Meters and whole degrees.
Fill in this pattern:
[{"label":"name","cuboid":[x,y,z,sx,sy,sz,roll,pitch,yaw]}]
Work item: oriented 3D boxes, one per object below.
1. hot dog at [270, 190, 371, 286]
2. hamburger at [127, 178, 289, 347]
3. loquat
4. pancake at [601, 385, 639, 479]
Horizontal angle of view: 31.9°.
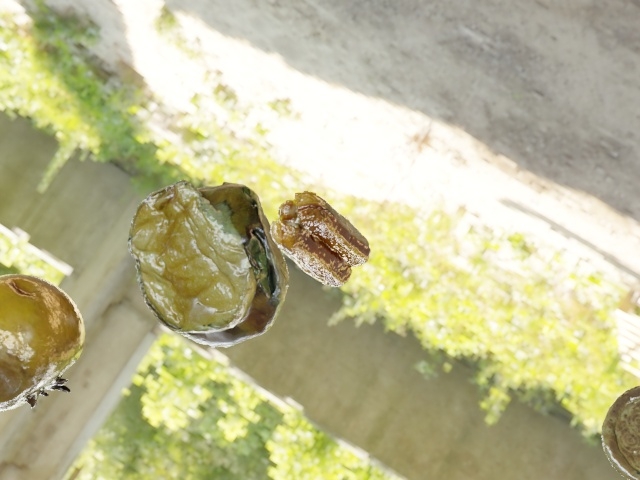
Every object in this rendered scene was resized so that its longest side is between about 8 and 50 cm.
[{"label":"hot dog","cuboid":[0.000,0.000,1.155,0.045,0.071,0.165,49,-175,31]},{"label":"hamburger","cuboid":[-0.184,0.038,1.872,0.265,0.285,0.134,-20,175,39]},{"label":"loquat","cuboid":[-0.457,0.153,1.654,0.213,0.213,0.213,32,171,6]},{"label":"pancake","cuboid":[0.327,0.190,1.078,0.115,0.115,0.011,29,155,23]}]
